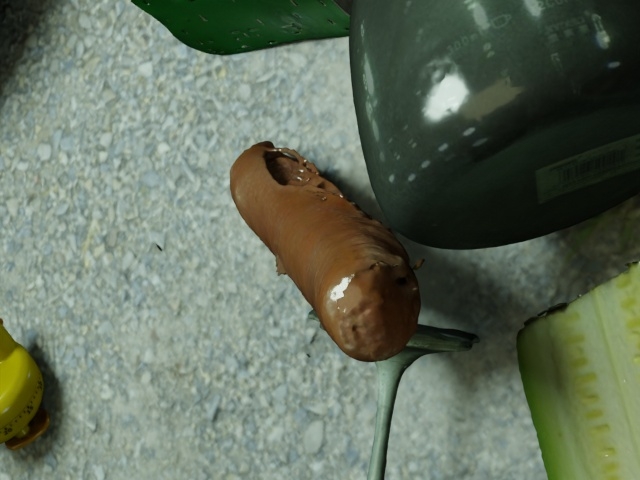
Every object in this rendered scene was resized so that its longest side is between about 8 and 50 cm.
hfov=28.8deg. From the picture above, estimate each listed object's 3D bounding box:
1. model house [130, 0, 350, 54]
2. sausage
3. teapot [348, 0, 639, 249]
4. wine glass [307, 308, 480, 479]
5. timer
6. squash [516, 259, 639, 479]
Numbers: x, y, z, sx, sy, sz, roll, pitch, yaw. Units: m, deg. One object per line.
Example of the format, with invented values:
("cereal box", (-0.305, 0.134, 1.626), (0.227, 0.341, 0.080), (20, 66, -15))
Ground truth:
("model house", (-0.052, -0.214, 0.978), (0.167, 0.117, 0.088), (-3, 71, 34))
("sausage", (0.002, 0.002, 0.874), (0.079, 0.087, 0.326), (-46, 24, 2))
("teapot", (0.133, -0.179, 0.788), (0.305, 0.223, 0.285), (-34, 64, 31))
("wine glass", (0.038, 0.171, 0.885), (0.156, 0.156, 0.232), (8, 90, 33))
("timer", (-0.307, 0.131, 1.127), (0.107, 0.109, 0.107), (-13, 43, 12))
("squash", (0.240, 0.156, 0.763), (0.203, 0.111, 0.289), (-43, 59, 60))
